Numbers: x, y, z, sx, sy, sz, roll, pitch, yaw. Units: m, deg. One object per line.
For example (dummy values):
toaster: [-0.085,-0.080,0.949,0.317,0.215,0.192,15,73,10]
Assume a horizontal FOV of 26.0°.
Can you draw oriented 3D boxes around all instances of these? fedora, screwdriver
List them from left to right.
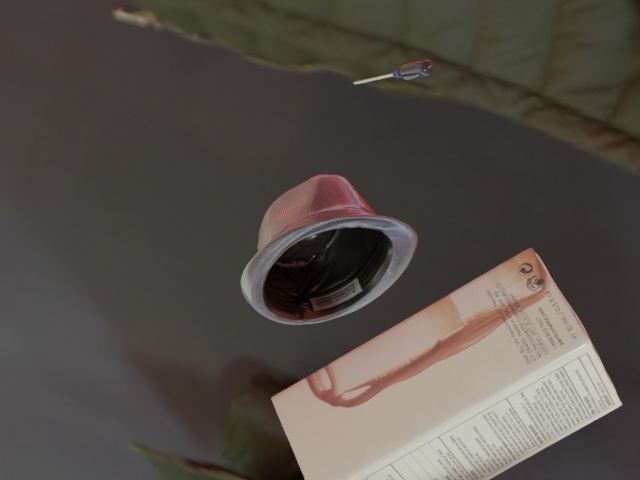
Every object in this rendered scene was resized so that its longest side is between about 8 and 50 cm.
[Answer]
fedora: [0.000,0.000,1.941,0.275,0.244,0.124,111,-31,-51]
screwdriver: [0.085,-0.203,1.728,0.024,0.170,0.025,48,62,-21]

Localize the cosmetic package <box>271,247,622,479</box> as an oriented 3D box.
cosmetic package: [0.124,0.156,1.355,0.296,0.129,0.153,-30,143,4]
